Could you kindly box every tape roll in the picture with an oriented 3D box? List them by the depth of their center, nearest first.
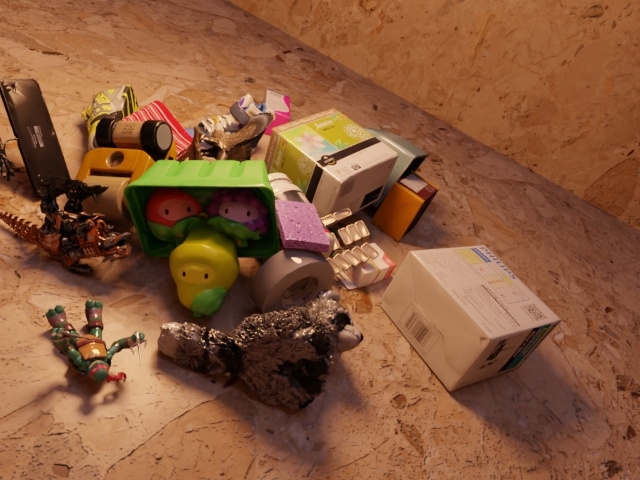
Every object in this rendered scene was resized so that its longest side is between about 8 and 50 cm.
[{"bbox_3d":[-0.072,0.113,1.439,0.219,0.219,0.072,-7,46,-41],"label":"tape roll"}]

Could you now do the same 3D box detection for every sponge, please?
[{"bbox_3d":[-0.054,-0.041,1.448,0.117,0.031,0.210,6,31,-18],"label":"sponge"}]

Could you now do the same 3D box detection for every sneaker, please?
[{"bbox_3d":[-0.694,-0.367,1.787,0.147,0.145,0.384,-8,39,2],"label":"sneaker"},{"bbox_3d":[-0.340,-0.440,2.010,0.323,0.236,0.130,-1,42,-37],"label":"sneaker"}]

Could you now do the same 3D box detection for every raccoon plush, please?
[{"bbox_3d":[-0.119,0.195,1.324,0.447,0.216,0.299,25,25,-3],"label":"raccoon plush"}]

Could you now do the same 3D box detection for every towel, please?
[{"bbox_3d":[-0.534,-0.344,1.806,0.198,0.031,0.274,51,30,-15],"label":"towel"}]

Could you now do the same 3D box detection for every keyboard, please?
[{"bbox_3d":[-0.782,-0.267,1.450,0.201,0.033,0.316,-30,107,-60],"label":"keyboard"}]

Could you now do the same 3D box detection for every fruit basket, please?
[{"bbox_3d":[-0.290,-0.015,1.384,0.393,0.282,0.391,-1,44,1],"label":"fruit basket"}]

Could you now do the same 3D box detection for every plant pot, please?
[{"bbox_3d":[0.230,-0.312,2.166,0.252,0.247,0.247,41,23,11],"label":"plant pot"}]

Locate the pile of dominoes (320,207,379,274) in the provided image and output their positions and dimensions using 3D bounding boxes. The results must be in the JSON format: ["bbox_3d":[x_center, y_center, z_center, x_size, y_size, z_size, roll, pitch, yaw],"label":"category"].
[{"bbox_3d":[0.034,0.020,1.728,0.251,0.040,0.195,-22,67,-11],"label":"pile of dominoes"}]

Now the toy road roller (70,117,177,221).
[{"bbox_3d":[-0.517,-0.177,1.563,0.203,0.240,0.329,5,64,17],"label":"toy road roller"}]

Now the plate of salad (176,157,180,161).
[{"bbox_3d":[-0.552,-0.325,1.842,0.200,0.048,0.199,38,36,-35],"label":"plate of salad"}]

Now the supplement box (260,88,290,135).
[{"bbox_3d":[-0.199,-0.545,2.374,0.111,0.113,0.220,18,32,-15],"label":"supplement box"}]

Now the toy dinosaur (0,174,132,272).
[{"bbox_3d":[-0.609,-0.038,1.315,0.322,0.218,0.164,9,1,-14],"label":"toy dinosaur"}]

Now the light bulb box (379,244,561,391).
[{"bbox_3d":[0.443,0.212,1.659,0.361,0.225,0.358,-3,42,-39],"label":"light bulb box"}]

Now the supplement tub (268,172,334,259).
[{"bbox_3d":[-0.101,-0.044,1.627,0.191,0.191,0.272,-12,60,-45],"label":"supplement tub"}]

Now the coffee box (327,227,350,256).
[{"bbox_3d":[0.000,0.000,1.814,0.184,0.040,0.113,9,37,-25],"label":"coffee box"}]

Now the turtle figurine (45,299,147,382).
[{"bbox_3d":[-0.466,0.210,1.120,0.175,0.118,0.234,14,16,-45],"label":"turtle figurine"}]

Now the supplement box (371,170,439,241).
[{"bbox_3d":[0.322,-0.133,2.089,0.129,0.191,0.194,37,34,13],"label":"supplement box"}]

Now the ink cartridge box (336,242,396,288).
[{"bbox_3d":[0.134,0.081,1.771,0.198,0.067,0.115,-13,49,-44],"label":"ink cartridge box"}]

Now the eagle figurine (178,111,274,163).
[{"bbox_3d":[-0.300,-0.324,1.857,0.299,0.225,0.226,-6,12,-38],"label":"eagle figurine"}]

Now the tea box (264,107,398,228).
[{"bbox_3d":[0.027,-0.258,1.918,0.324,0.219,0.329,39,44,21],"label":"tea box"}]
